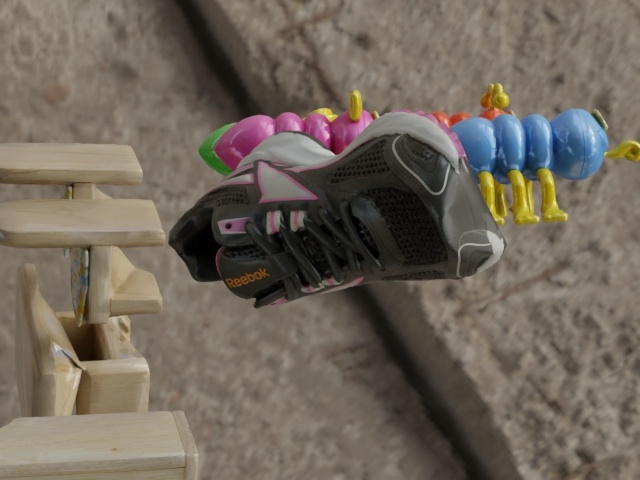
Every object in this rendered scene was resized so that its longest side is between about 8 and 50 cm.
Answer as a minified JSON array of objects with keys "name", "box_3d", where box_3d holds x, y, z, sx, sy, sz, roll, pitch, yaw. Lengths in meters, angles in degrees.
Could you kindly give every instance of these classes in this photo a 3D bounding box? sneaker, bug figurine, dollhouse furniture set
[{"name":"sneaker","box_3d":[0.000,0.000,0.643,0.077,0.178,0.072,-35,104,-25]},{"name":"bug figurine","box_3d":[0.043,-0.049,0.904,0.216,0.279,0.072,-4,95,-7]},{"name":"dollhouse furniture set","box_3d":[-0.264,0.152,1.342,0.257,0.394,0.362,-1,113,-15]}]
